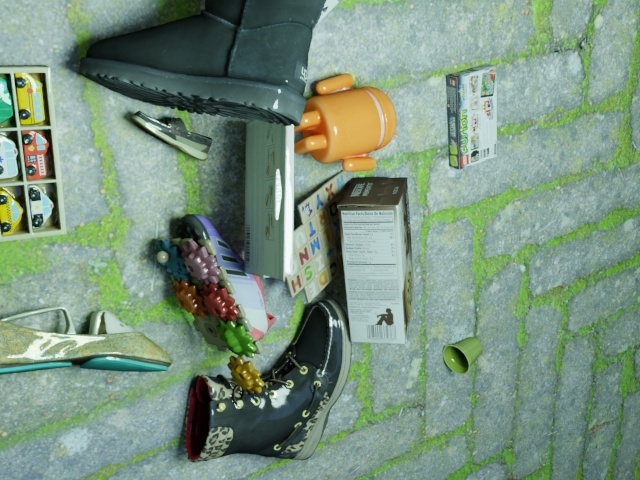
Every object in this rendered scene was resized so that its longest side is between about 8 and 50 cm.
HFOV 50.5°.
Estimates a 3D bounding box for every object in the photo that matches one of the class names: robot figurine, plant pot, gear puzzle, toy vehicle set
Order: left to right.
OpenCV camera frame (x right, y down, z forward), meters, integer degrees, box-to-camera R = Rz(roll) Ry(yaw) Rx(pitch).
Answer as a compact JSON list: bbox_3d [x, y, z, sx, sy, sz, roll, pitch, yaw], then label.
[{"bbox_3d":[-0.486,-0.128,1.028,0.166,0.035,0.266,-10,114,-28],"label":"toy vehicle set"},{"bbox_3d":[-0.195,0.146,1.216,0.044,0.175,0.338,-42,121,-38],"label":"gear puzzle"},{"bbox_3d":[0.050,-0.215,1.270,0.219,0.158,0.128,-18,146,-25],"label":"robot figurine"},{"bbox_3d":[0.366,0.283,1.714,0.079,0.083,0.083,-26,122,-35],"label":"plant pot"}]

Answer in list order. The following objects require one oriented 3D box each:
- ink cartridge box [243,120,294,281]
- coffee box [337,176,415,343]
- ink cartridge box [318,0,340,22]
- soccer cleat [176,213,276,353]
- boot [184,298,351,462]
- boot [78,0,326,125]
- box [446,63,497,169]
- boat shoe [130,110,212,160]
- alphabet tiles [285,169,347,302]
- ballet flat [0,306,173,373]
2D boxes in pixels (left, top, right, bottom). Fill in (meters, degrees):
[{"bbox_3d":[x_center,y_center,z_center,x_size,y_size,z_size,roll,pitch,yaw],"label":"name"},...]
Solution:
[{"bbox_3d":[-0.072,-0.074,1.138,0.060,0.239,0.275,0,92,-22],"label":"ink cartridge box"},{"bbox_3d":[0.118,0.037,1.364,0.119,0.168,0.297,0,113,15],"label":"coffee box"},{"bbox_3d":[-0.010,-0.448,1.178,0.135,0.056,0.099,-47,126,-6],"label":"ink cartridge box"},{"bbox_3d":[-0.173,0.070,1.274,0.116,0.109,0.318,-37,127,-29],"label":"soccer cleat"},{"bbox_3d":[-0.107,0.294,1.386,0.284,0.138,0.377,5,113,-33],"label":"boot"},{"bbox_3d":[-0.144,-0.418,1.017,0.146,0.367,0.445,18,84,-76],"label":"boot"},{"bbox_3d":[0.331,-0.268,1.479,0.114,0.036,0.207,-20,119,-24],"label":"box"},{"bbox_3d":[-0.249,-0.185,1.146,0.152,0.056,0.049,28,89,-46],"label":"boat shoe"},{"bbox_3d":[0.000,0.000,1.343,0.237,0.009,0.198,-42,130,-41],"label":"alphabet tiles"},{"bbox_3d":[-0.414,0.171,1.162,0.349,0.123,0.123,6,106,-36],"label":"ballet flat"}]
